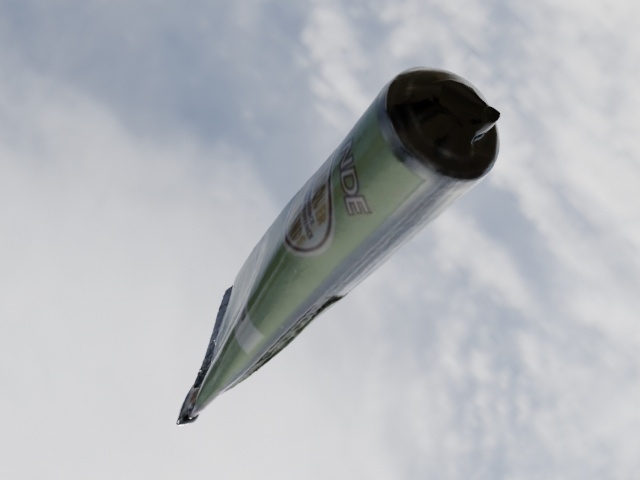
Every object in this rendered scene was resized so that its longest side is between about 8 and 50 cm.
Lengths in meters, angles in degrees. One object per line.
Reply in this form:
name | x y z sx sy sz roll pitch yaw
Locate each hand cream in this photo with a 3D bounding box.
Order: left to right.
hand cream | 0.000 0.000 0.830 0.055 0.235 0.086 32 -132 -14
